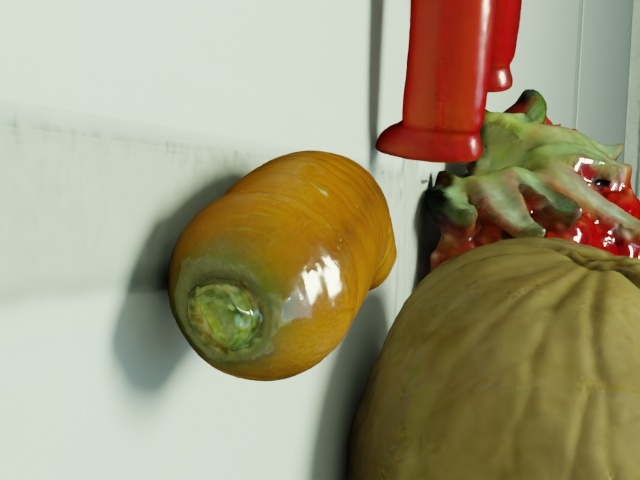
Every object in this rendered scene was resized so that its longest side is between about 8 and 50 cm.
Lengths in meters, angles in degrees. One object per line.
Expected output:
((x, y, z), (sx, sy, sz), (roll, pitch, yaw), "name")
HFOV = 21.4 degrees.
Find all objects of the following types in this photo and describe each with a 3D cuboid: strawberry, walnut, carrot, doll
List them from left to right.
((0.000, 0.000, 0.606), (0.066, 0.062, 0.271), (59, 13, -2), "carrot")
((0.076, -0.237, 0.799), (0.188, 0.099, 0.384), (-55, 152, -68), "doll")
((0.143, 0.072, 1.059), (0.233, 0.138, 0.306), (-66, 154, -60), "strawberry")
((0.112, 0.112, 0.802), (0.228, 0.228, 0.228), (3, 90, -77), "walnut")
